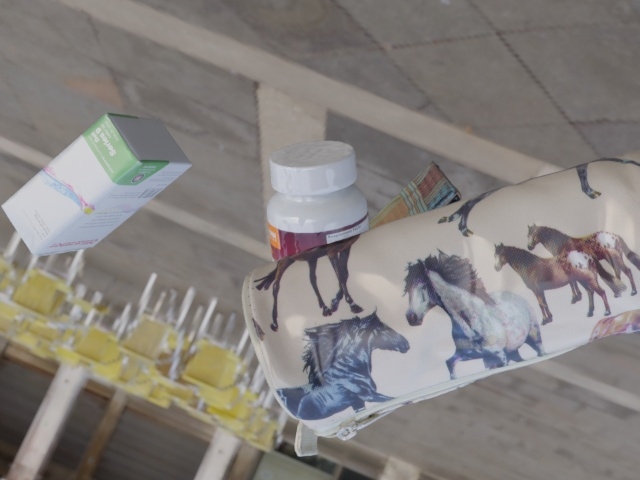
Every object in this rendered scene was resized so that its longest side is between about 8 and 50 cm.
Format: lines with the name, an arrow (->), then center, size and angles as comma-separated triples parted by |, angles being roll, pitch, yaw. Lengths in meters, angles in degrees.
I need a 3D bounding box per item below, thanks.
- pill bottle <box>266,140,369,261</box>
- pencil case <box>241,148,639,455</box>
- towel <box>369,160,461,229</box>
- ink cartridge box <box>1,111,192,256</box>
pill bottle -> 0.000, 0.000, 1.276 | 0.121, 0.121, 0.221 | 12, 119, 38
pencil case -> 0.145, 0.053, 0.946 | 0.410, 0.183, 0.160 | -18, 173, 14
towel -> 0.086, 0.016, 1.868 | 0.040, 0.370, 0.271 | 43, -171, -12
ink cartridge box -> -0.309, -0.077, 1.480 | 0.093, 0.212, 0.154 | 54, -162, 9
